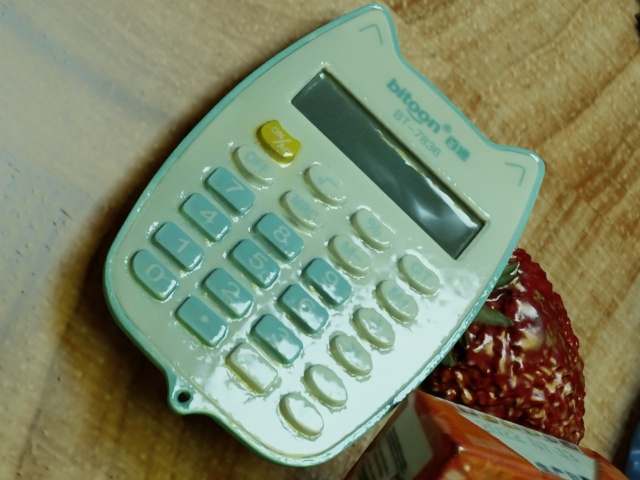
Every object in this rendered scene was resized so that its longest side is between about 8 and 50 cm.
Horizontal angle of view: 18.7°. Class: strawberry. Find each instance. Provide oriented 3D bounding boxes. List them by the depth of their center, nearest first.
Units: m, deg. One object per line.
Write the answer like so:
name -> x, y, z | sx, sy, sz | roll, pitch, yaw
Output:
strawberry -> 0.184, 0.099, 1.635 | 0.208, 0.087, 0.167 | 37, 62, -31

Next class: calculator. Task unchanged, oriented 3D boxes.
calculator -> 0.000, 0.000, 1.477 | 0.256, 0.054, 0.386 | 44, 54, -3

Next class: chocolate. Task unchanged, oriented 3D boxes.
chocolate -> 0.104, 0.243, 1.476 | 0.234, 0.108, 0.237 | 20, 112, -34

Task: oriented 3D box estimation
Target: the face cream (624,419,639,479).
face cream -> 0.324, 0.230, 1.730 | 0.149, 0.083, 0.264 | 27, 68, -41

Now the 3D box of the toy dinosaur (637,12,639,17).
toy dinosaur -> 0.319, -0.255, 1.812 | 0.055, 0.049, 0.154 | 3, 87, -35
